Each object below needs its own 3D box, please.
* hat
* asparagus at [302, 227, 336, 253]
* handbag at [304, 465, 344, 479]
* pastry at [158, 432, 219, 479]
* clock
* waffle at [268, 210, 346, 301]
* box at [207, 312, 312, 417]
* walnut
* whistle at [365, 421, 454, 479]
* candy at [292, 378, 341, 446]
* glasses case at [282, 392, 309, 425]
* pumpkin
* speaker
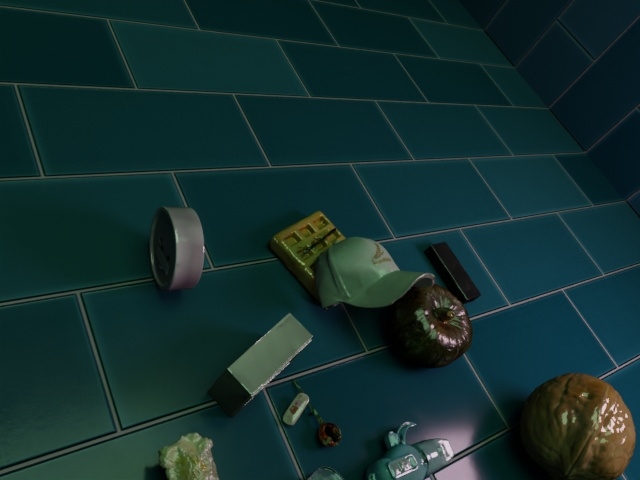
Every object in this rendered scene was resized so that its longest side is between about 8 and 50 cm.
[{"bbox_3d":[0.146,0.074,1.463,0.258,0.302,0.167,-21,104,-42],"label":"hat"},{"bbox_3d":[0.000,0.000,1.587,0.166,0.016,0.013,-37,120,-46],"label":"asparagus"},{"bbox_3d":[0.024,0.605,1.144,0.229,0.062,0.179,49,45,12],"label":"handbag"},{"bbox_3d":[-0.231,0.501,1.049,0.122,0.089,0.258,-10,59,-34],"label":"pastry"},{"bbox_3d":[-0.340,0.018,1.302,0.068,0.197,0.196,-1,56,-34],"label":"clock"},{"bbox_3d":[0.001,0.043,1.601,0.248,0.055,0.221,47,44,9],"label":"waffle"},{"bbox_3d":[-0.133,0.281,1.263,0.086,0.129,0.225,46,44,7],"label":"box"},{"bbox_3d":[0.697,0.517,1.512,0.277,0.252,0.313,49,48,-5],"label":"walnut"},{"bbox_3d":[0.214,0.528,1.313,0.274,0.093,0.186,-2,56,-38],"label":"whistle"},{"bbox_3d":[-0.014,0.404,1.310,0.056,0.049,0.184,-10,52,-46],"label":"candy"},{"bbox_3d":[-0.057,0.392,1.289,0.032,0.021,0.083,26,54,18],"label":"glasses case"},{"bbox_3d":[0.311,0.230,1.549,0.261,0.189,0.260,16,49,-19],"label":"pumpkin"},{"bbox_3d":[0.434,0.108,1.833,0.082,0.044,0.218,-11,61,-38],"label":"speaker"}]
